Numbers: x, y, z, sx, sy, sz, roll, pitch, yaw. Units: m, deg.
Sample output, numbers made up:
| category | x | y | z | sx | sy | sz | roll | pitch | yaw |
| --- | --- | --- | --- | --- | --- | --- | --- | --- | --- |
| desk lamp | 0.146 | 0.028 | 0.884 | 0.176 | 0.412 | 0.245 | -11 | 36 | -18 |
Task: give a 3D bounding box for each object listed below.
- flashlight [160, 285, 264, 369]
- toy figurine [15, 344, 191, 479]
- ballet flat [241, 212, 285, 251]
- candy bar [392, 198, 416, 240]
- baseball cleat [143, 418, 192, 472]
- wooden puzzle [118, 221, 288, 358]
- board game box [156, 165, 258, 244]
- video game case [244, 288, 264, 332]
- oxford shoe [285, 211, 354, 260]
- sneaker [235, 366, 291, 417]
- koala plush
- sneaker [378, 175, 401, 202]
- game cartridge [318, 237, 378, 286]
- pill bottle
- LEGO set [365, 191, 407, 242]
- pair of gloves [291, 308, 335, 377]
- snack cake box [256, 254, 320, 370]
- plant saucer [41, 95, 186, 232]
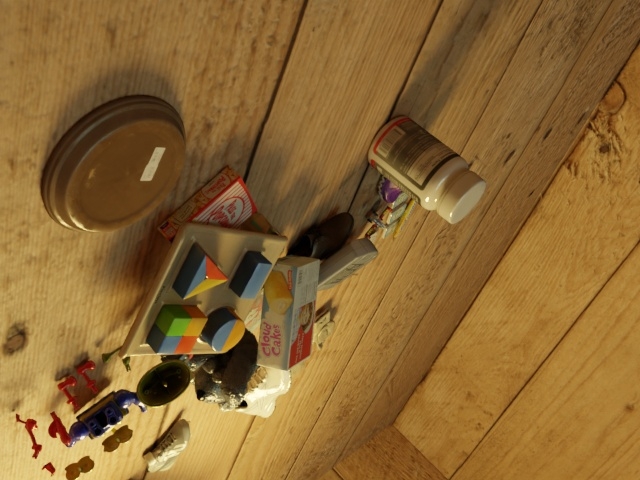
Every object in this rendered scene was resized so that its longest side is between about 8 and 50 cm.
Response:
| category | x | y | z | sx | sy | sz | roll | pitch | yaw |
| --- | --- | --- | --- | --- | --- | --- | --- | --- | --- |
| flashlight | -0.264 | 0.181 | 1.725 | 0.304 | 0.103 | 0.103 | -41 | -165 | -21 |
| toy figurine | -0.487 | 0.362 | 1.637 | 0.363 | 0.191 | 0.217 | -38 | -177 | -19 |
| ballet flat | -0.125 | 0.007 | 1.717 | 0.080 | 0.073 | 0.232 | -49 | 157 | -4 |
| candy bar | 0.268 | -0.070 | 2.298 | 0.161 | 0.018 | 0.040 | -61 | 165 | 7 |
| baseball cleat | -0.450 | 0.608 | 2.093 | 0.110 | 0.072 | 0.205 | -4 | 128 | -49 |
| wooden puzzle | -0.229 | 0.125 | 1.539 | 0.348 | 0.080 | 0.322 | 5 | 117 | -55 |
| board game box | -0.230 | -0.047 | 1.494 | 0.193 | 0.045 | 0.146 | -43 | 156 | -10 |
| video game case | -0.185 | 0.190 | 1.958 | 0.201 | 0.023 | 0.183 | -43 | 156 | -11 |
| oxford shoe | 0.000 | 0.000 | 1.909 | 0.227 | 0.083 | 0.096 | -43 | 154 | -11 |
| sneaker | -0.181 | 0.459 | 2.265 | 0.129 | 0.111 | 0.297 | 5 | 127 | -30 |
| koala plush | -0.259 | 0.345 | 1.853 | 0.203 | 0.196 | 0.221 | -49 | 168 | -47 |
| sneaker | 0.250 | -0.191 | 2.010 | 0.095 | 0.104 | 0.236 | -16 | 142 | -52 |
| game cartridge | 0.065 | 0.067 | 2.018 | 0.198 | 0.062 | 0.297 | -40 | 170 | 9 |
| pill bottle | 0.273 | -0.180 | 1.841 | 0.161 | 0.283 | 0.161 | -38 | 155 | -22 |
| LEGO set | 0.194 | -0.041 | 2.202 | 0.244 | 0.060 | 0.182 | -33 | 151 | -37 |
| pair of gloves | -0.048 | 0.341 | 2.396 | 0.240 | 0.042 | 0.204 | -44 | 152 | -14 |
| snack cake box | -0.078 | 0.177 | 1.802 | 0.152 | 0.089 | 0.264 | -15 | 112 | -69 |
| plant saucer | -0.336 | -0.117 | 1.220 | 0.278 | 0.041 | 0.277 | -38 | 154 | -23 |
